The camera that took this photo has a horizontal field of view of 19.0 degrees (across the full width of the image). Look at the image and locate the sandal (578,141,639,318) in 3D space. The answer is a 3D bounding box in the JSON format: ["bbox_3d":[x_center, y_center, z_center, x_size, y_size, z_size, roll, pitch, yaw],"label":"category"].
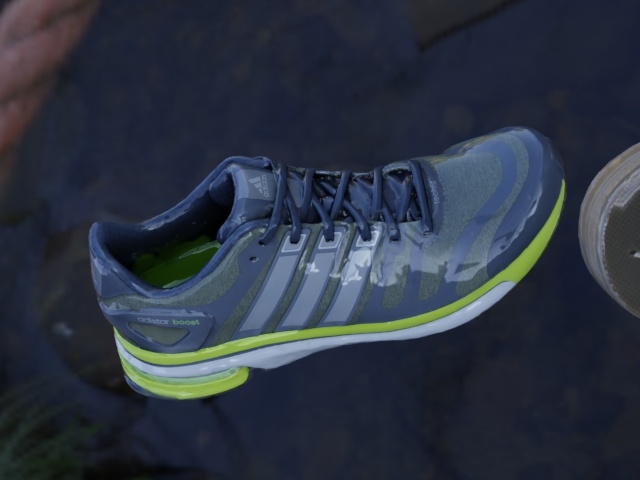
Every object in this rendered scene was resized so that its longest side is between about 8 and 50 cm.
[{"bbox_3d":[0.193,-0.026,0.617,0.079,0.240,0.088,-121,25,-71],"label":"sandal"}]

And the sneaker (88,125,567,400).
[{"bbox_3d":[0.000,0.000,1.130,0.300,0.121,0.111,-22,48,7],"label":"sneaker"}]
